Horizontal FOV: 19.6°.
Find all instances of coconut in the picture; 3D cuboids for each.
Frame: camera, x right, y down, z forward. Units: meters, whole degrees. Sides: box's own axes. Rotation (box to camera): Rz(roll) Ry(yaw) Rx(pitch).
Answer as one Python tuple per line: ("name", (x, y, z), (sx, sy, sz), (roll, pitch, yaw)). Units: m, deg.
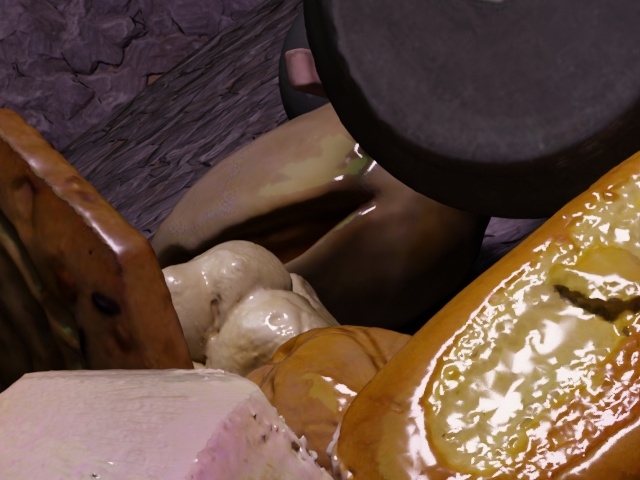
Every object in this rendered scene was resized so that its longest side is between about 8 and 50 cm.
("coconut", (-0.078, 0.167, 0.821), (0.233, 0.245, 0.233), (-29, 15, 9))

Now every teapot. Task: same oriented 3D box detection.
("teapot", (0.135, -0.129, 1.106), (0.300, 0.253, 0.344), (-10, -6, 22))

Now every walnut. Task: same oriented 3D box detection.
("walnut", (0.016, 0.114, 1.009), (0.144, 0.144, 0.180), (-43, 11, -31))

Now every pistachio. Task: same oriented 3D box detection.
("pistachio", (0.000, 0.000, 1.338), (0.288, 0.166, 0.197), (-28, -12, 35))

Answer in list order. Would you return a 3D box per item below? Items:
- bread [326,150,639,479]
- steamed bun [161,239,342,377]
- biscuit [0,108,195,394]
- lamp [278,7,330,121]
("bread", (0.141, 0.067, 0.874), (0.288, 0.119, 0.152), (-38, 56, -19))
("steamed bun", (-0.051, 0.098, 1.131), (0.177, 0.192, 0.106), (-40, 44, -12))
("biscuit", (-0.177, 0.095, 1.090), (0.046, 0.359, 0.359), (-18, 3, -38))
("lamp", (0.115, -0.135, 1.572), (0.313, 0.182, 0.182), (7, 34, 24))
